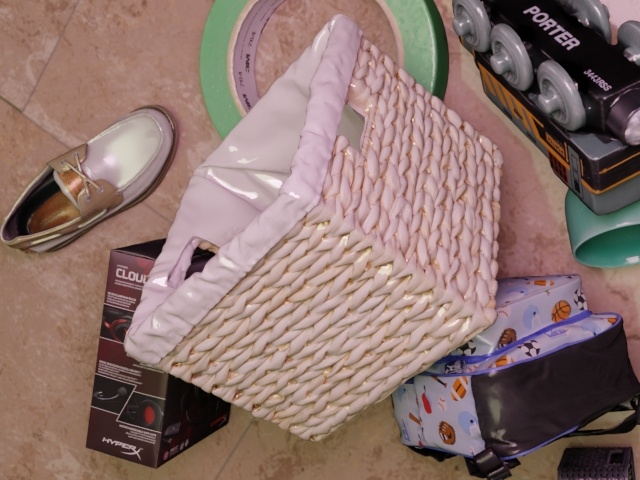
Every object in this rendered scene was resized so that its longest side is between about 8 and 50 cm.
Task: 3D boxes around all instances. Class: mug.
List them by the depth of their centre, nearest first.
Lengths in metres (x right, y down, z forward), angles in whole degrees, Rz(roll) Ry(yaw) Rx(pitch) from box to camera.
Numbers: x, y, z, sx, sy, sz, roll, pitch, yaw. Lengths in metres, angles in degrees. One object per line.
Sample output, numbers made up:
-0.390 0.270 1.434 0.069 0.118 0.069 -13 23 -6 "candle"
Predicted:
0.363 -0.040 1.207 0.157 0.129 0.097 -15 63 21 "mug"

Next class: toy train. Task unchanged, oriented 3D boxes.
0.260 -0.177 1.149 0.142 0.190 0.334 -27 45 -8 "toy train"

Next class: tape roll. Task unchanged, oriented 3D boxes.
0.002 -0.227 1.346 0.321 0.077 0.321 2 97 19 "tape roll"

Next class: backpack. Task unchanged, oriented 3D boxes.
0.199 0.156 1.216 0.263 0.276 0.213 -25 77 56 "backpack"

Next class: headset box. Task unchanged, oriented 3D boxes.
-0.193 0.121 1.376 0.110 0.218 0.293 12 99 18 "headset box"

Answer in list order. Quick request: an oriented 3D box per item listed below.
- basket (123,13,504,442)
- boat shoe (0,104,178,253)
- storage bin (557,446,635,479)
0.000 0.000 1.164 0.266 0.328 0.331 35 128 -19 "basket"
-0.326 -0.077 1.462 0.302 0.103 0.113 -40 82 19 "boat shoe"
0.341 0.350 1.262 0.084 0.122 0.180 -6 94 20 "storage bin"
